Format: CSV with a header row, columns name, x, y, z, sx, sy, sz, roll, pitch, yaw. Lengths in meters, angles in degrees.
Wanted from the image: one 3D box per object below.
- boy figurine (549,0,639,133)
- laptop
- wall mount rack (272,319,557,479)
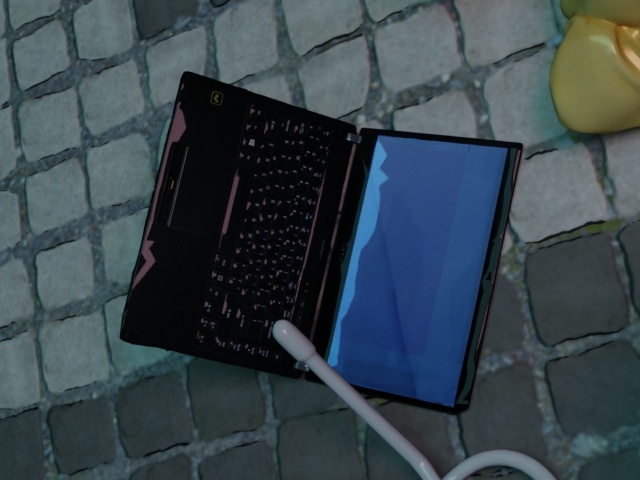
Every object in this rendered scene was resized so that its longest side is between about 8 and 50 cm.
name,x,y,z,sx,sy,sz,roll,pitch,yaw
boy figurine,0.234,-0.223,0.868,0.092,0.177,0.285,6,89,-9
laptop,0.000,0.000,0.945,0.136,0.264,0.234,-3,72,66
wall mount rack,0.004,0.250,0.887,0.350,0.130,0.304,-44,62,12
